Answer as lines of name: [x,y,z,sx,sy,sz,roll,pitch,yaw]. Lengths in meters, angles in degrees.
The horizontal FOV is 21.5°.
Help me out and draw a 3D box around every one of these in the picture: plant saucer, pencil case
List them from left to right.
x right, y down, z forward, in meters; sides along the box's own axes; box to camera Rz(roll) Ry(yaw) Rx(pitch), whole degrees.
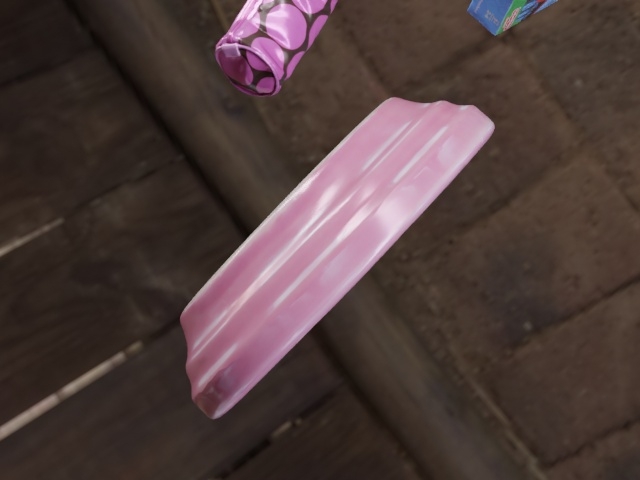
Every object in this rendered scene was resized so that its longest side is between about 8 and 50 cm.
pencil case: [-0.041,-0.268,1.906,0.095,0.209,0.098,15,156,30]
plant saucer: [0.000,0.000,1.375,0.084,0.332,0.332,44,135,-1]

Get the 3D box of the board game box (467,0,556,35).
board game box: [0.224,-0.268,1.371,0.039,0.211,0.160,45,143,16]
